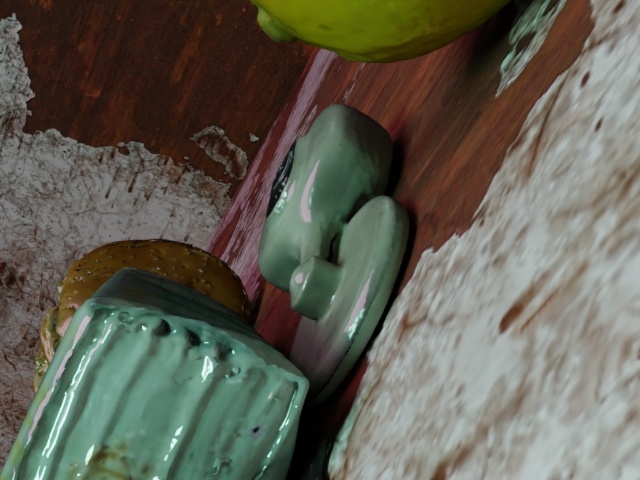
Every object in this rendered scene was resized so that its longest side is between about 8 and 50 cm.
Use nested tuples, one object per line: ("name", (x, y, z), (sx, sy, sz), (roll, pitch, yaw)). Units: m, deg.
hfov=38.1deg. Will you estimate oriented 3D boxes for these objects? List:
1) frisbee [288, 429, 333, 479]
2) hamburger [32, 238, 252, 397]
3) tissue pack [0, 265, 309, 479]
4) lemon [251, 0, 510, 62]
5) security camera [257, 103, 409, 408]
("frisbee", (-0.008, 0.167, 0.458), (0.187, 0.012, 0.211), (-54, 12, 50))
("hamburger", (-0.214, 0.117, 1.116), (0.260, 0.245, 0.211), (-18, -39, -44))
("tissue pack", (-0.144, 0.176, 0.687), (0.388, 0.162, 0.287), (180, 110, -80))
("lemon", (0.053, -0.247, 0.597), (0.288, 0.233, 0.233), (-59, 9, 1))
("security camera", (0.000, 0.000, 0.696), (0.157, 0.080, 0.301), (-59, 13, 24))
